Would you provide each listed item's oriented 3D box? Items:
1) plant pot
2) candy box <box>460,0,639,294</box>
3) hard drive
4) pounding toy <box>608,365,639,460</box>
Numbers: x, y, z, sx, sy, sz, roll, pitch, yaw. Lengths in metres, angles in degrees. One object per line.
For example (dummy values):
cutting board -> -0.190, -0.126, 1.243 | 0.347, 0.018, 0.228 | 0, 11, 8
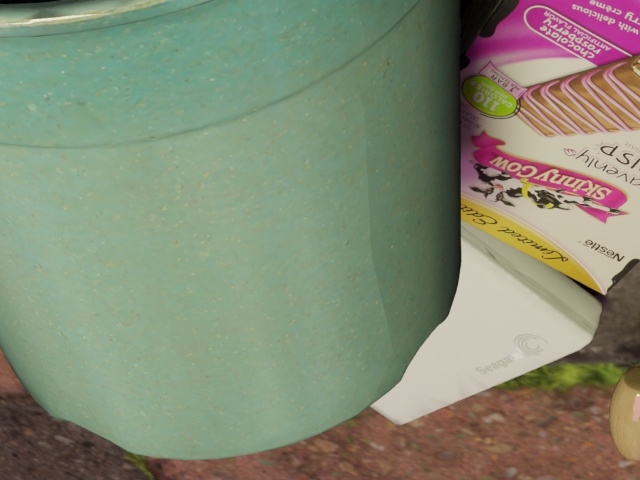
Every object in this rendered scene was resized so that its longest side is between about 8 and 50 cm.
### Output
plant pot -> -0.072, -0.091, 0.934 | 0.341, 0.341, 0.334 | 8, 138, 18
candy box -> 0.150, -0.083, 1.065 | 0.159, 0.071, 0.233 | 27, 143, -7
hard drive -> 0.000, 0.000, 1.251 | 0.307, 0.040, 0.203 | 36, 142, -21
pounding toy -> 0.303, 0.173, 1.228 | 0.269, 0.155, 0.154 | 15, 138, 9
